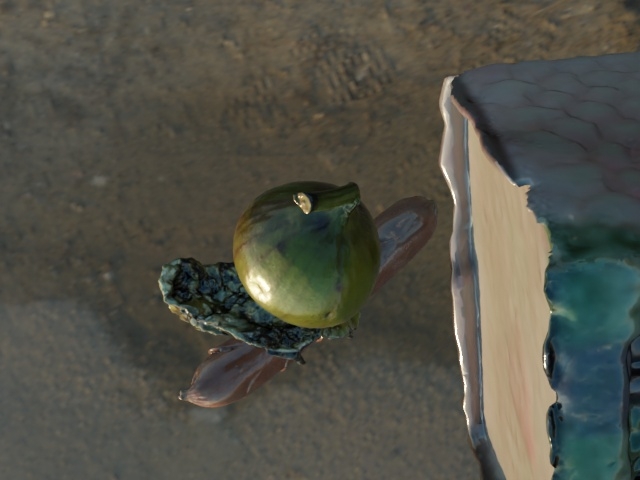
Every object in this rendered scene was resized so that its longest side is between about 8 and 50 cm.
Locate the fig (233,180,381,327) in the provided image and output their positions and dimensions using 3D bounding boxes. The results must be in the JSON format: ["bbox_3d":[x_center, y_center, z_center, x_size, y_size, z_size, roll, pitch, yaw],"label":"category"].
[{"bbox_3d":[-0.005,-0.008,1.392,0.148,0.142,0.186,14,131,-26],"label":"fig"}]

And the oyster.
[{"bbox_3d":[-0.059,0.070,1.688,0.214,0.223,0.083,16,102,14],"label":"oyster"}]

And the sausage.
[{"bbox_3d":[-0.009,0.087,1.957,0.433,0.088,0.088,-38,86,-11],"label":"sausage"}]

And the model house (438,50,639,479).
[{"bbox_3d":[0.191,0.041,0.672,0.237,0.202,0.237,-9,116,-5],"label":"model house"}]
